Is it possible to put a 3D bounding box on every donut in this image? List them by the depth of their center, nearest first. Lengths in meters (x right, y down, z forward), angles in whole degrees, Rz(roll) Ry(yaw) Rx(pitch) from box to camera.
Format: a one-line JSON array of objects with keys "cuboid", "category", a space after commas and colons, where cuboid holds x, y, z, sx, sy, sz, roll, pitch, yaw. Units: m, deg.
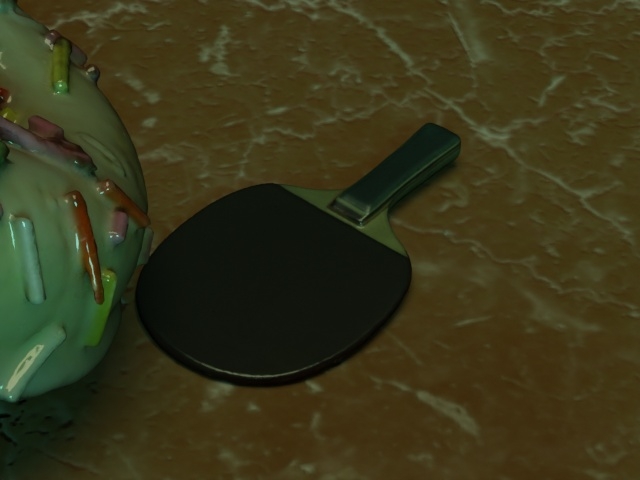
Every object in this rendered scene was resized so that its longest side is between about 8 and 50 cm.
[{"cuboid": [-0.256, -0.070, 0.975, 0.382, 0.142, 0.383, 33, 19, -13], "category": "donut"}]

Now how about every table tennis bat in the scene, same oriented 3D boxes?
[{"cuboid": [0.000, 0.000, 1.129, 0.154, 0.021, 0.274, 30, 50, 26], "category": "table tennis bat"}]
